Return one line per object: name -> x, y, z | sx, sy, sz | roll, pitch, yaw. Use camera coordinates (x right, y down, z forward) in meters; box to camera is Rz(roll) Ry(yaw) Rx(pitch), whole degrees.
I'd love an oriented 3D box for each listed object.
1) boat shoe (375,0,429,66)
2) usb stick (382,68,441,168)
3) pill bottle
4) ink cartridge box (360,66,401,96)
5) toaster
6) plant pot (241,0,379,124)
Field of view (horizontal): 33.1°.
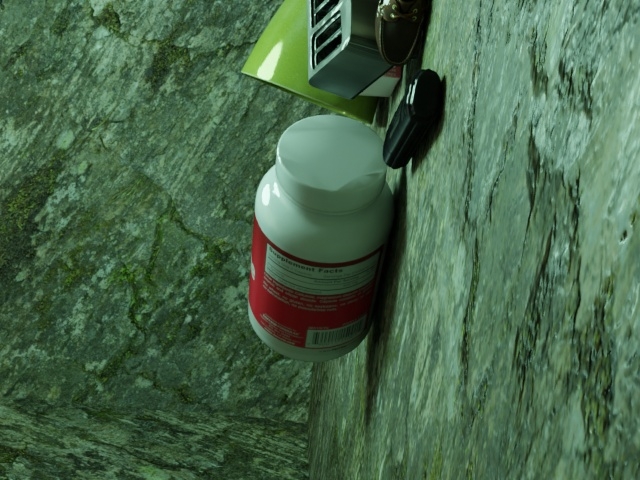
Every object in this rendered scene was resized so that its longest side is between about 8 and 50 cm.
boat shoe -> 0.120, -0.350, 1.555 | 0.073, 0.073, 0.206 | -86, 2, -70
usb stick -> 0.122, -0.160, 1.463 | 0.278, 0.045, 0.077 | 109, 172, -80
pill bottle -> 0.000, 0.000, 1.793 | 0.407, 0.229, 0.229 | 98, 176, -47
ink cartridge box -> 0.098, -0.376, 1.901 | 0.158, 0.092, 0.217 | 128, 146, -84
toaster -> 0.056, -0.335, 1.705 | 0.186, 0.110, 0.168 | -31, 55, 55
plant pot -> 0.025, -0.411, 2.085 | 0.275, 0.275, 0.293 | -107, 38, -83
